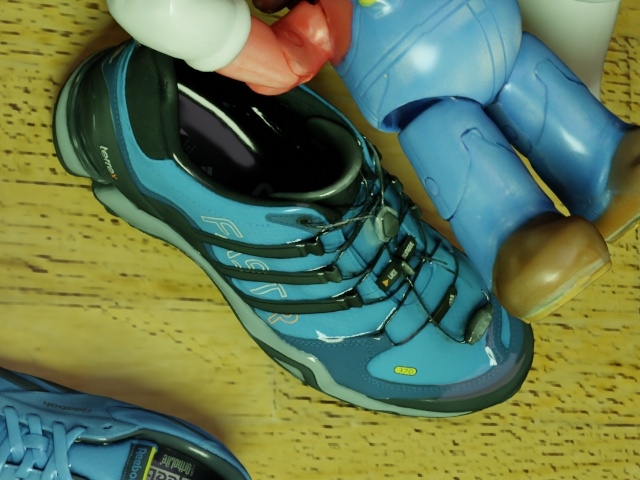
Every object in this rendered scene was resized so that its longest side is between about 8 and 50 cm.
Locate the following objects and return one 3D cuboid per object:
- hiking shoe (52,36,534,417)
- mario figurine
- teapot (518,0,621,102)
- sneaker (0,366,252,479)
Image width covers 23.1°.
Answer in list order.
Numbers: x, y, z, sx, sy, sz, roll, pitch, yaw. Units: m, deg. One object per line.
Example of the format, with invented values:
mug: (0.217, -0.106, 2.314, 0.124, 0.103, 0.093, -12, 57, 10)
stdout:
hiking shoe: (0.000, 0.000, 0.819, 0.304, 0.132, 0.113, 33, 70, -17)
mario figurine: (0.036, -0.119, 0.711, 0.320, 0.170, 0.198, 46, 29, 2)
teapot: (0.128, -0.233, 0.899, 0.252, 0.187, 0.256, 39, 84, 20)
sneaker: (-0.131, 0.101, 0.770, 0.209, 0.082, 0.069, 17, 76, -20)
